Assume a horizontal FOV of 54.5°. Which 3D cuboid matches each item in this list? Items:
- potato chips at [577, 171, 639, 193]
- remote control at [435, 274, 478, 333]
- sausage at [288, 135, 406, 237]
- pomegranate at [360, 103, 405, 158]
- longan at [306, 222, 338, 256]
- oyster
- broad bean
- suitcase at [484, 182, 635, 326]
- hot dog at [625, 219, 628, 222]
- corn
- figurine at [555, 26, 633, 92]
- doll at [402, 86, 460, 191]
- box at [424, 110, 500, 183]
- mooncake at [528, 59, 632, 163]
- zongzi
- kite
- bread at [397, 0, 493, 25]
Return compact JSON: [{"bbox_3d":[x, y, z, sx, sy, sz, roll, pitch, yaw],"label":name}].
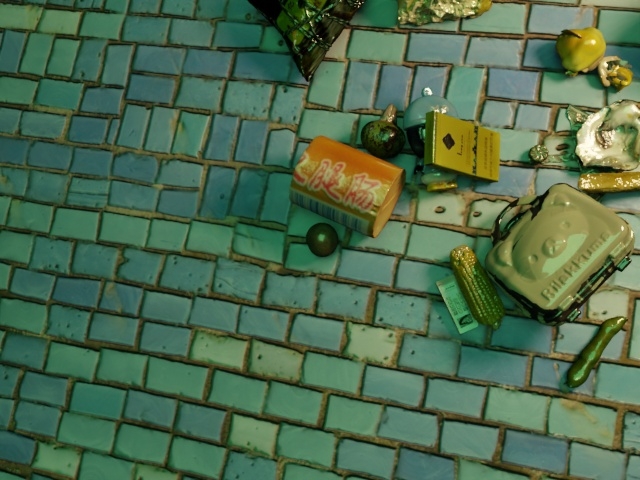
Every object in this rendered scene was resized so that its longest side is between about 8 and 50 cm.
[{"bbox_3d":[0.897,-0.165,1.726,0.407,0.080,0.057,-2,81,-3],"label":"potato chips"},{"bbox_3d":[0.402,0.186,1.828,0.065,0.029,0.166,-24,82,0],"label":"remote control"},{"bbox_3d":[0.078,-0.161,1.844,0.287,0.233,0.233,25,88,15],"label":"sausage"},{"bbox_3d":[0.199,-0.326,1.902,0.138,0.125,0.163,19,66,32],"label":"pomegranate"},{"bbox_3d":[0.000,0.000,1.911,0.119,0.106,0.106,-24,74,48],"label":"longan"},{"bbox_3d":[0.841,-0.295,1.768,0.223,0.083,0.214,0,74,22],"label":"oyster"},{"bbox_3d":[0.762,0.304,1.727,0.053,0.052,0.256,39,88,-27],"label":"broad bean"},{"bbox_3d":[0.619,0.019,1.697,0.351,0.194,0.339,-48,50,7],"label":"suitcase"},{"bbox_3d":[0.787,0.048,1.738,0.249,0.076,0.102,-54,37,5],"label":"hot dog"},{"bbox_3d":[0.450,0.136,1.786,0.097,0.097,0.261,-25,81,8],"label":"corn"},{"bbox_3d":[0.792,-0.531,1.806,0.246,0.131,0.156,33,87,0],"label":"figurine"},{"bbox_3d":[0.340,-0.304,1.852,0.177,0.141,0.314,-9,87,-20],"label":"doll"},{"bbox_3d":[0.413,-0.265,1.790,0.041,0.279,0.153,-7,77,56],"label":"box"},{"bbox_3d":[0.736,-0.362,1.781,0.150,0.057,0.346,26,109,11],"label":"mooncake"},{"bbox_3d":[-0.059,-0.767,1.970,0.362,0.319,0.383,42,110,12],"label":"zongzi"},{"bbox_3d":[0.774,-0.246,1.819,0.314,0.011,0.335,-7,80,11],"label":"kite"},{"bbox_3d":[0.374,-0.818,1.885,0.316,0.211,0.270,-2,81,9],"label":"bread"}]
